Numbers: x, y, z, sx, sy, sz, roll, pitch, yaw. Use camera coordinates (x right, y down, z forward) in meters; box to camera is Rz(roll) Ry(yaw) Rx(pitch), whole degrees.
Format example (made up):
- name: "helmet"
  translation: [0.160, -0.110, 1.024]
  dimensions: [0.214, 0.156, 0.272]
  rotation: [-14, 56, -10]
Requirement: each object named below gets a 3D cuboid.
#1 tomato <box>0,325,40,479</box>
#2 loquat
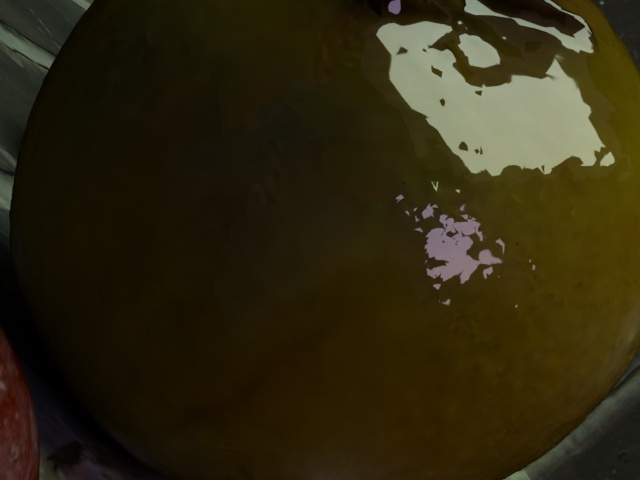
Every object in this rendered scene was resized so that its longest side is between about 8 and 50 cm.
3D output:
- name: "tomato"
  translation: [-0.134, 0.041, 0.503]
  dimensions: [0.139, 0.091, 0.159]
  rotation: [53, 4, 26]
- name: "loquat"
  translation: [0.000, 0.000, 0.886]
  dimensions: [0.328, 0.359, 0.328]
  rotation: [11, 38, -9]
